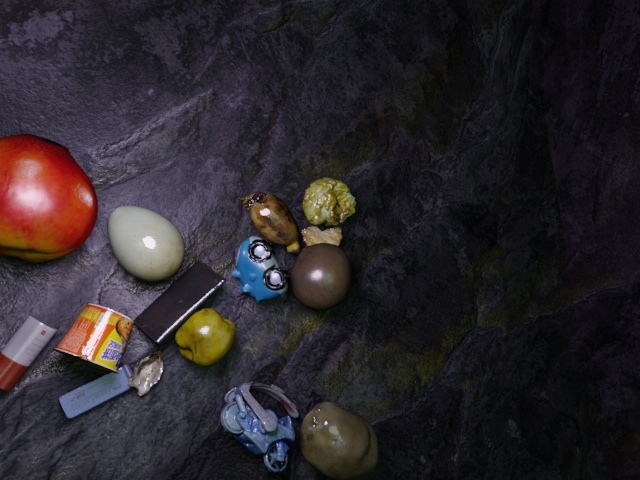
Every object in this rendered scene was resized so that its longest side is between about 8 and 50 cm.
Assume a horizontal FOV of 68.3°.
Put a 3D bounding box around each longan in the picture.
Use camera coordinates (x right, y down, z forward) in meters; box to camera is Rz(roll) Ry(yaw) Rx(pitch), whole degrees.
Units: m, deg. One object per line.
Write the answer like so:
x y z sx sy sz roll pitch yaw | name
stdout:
0.002 0.140 1.821 0.258 0.258 0.258 4 81 -23 | longan

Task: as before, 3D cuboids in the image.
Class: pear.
-0.398 0.335 1.649 0.200 0.200 0.200 4 81 -23 | pear

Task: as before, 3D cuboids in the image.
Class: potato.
0.065 0.755 1.769 0.326 0.221 0.243 31 82 -27 | potato

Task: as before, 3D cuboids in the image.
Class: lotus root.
-0.173 -0.074 1.820 0.141 0.169 0.314 -38 104 8 | lotus root

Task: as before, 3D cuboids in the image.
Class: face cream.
-0.932 0.347 1.465 0.096 0.096 0.214 37 70 -15 | face cream

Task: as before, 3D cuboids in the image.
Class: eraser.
-0.732 0.497 1.562 0.225 0.036 0.082 -24 90 -24 | eraser

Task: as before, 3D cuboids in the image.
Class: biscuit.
0.000 0.000 1.942 0.183 0.061 0.118 2 83 -21 | biscuit

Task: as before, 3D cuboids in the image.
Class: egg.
-0.596 0.003 1.600 0.295 0.218 0.218 46 67 4 | egg

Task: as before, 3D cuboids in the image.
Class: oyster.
-0.594 0.448 1.621 0.148 0.051 0.103 -48 119 -21 | oyster

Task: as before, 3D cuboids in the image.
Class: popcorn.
0.031 -0.154 1.917 0.221 0.184 0.204 -17 102 -38 | popcorn

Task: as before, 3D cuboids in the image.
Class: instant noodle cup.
-0.712 0.309 1.517 0.213 0.213 0.174 28 65 -17 | instant noodle cup

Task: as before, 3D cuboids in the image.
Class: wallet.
-0.491 0.214 1.660 0.321 0.170 0.044 -45 140 -24 | wallet

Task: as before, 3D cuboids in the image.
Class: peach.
-0.876 -0.132 1.423 0.388 0.388 0.388 4 81 -23 | peach

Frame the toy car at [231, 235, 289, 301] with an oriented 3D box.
-0.232 0.114 1.761 0.190 0.188 0.255 -28 90 -1 | toy car

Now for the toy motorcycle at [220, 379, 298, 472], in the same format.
-0.195 0.643 1.693 0.319 0.182 0.241 47 68 -9 | toy motorcycle
